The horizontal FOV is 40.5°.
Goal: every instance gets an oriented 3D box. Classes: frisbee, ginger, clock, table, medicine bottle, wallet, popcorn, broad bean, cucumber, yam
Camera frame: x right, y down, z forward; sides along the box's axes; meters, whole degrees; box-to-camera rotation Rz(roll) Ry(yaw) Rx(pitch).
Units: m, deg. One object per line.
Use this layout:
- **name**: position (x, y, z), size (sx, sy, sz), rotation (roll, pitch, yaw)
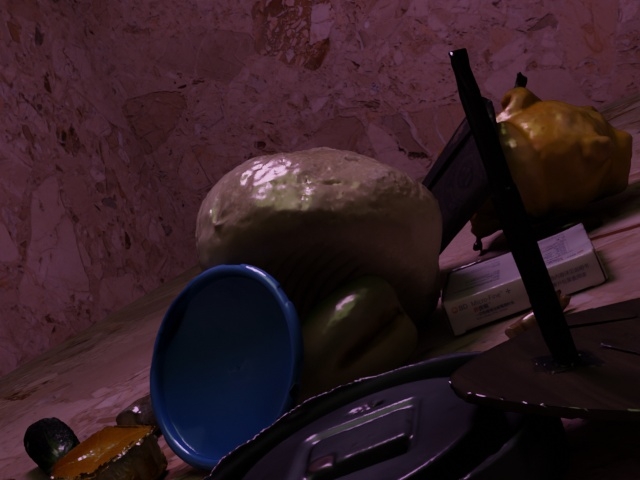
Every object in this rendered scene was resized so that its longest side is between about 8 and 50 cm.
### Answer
- **frisbee**: position (-0.107, 0.147, 1.012), size (0.242, 0.242, 0.045), rotation (-21, -26, 33)
- **ginger**: position (0.248, 0.083, 0.955), size (0.097, 0.030, 0.048), rotation (-25, -22, -26)
- **clock**: position (0.040, 0.188, 0.702), size (0.325, 0.067, 0.325), rotation (-24, 6, 3)
- **table**: position (0.231, -0.031, 0.624), size (0.317, 0.249, 0.317), rotation (-9, 8, 1)
- **medicine bottle**: position (0.258, 0.045, 1.122), size (0.201, 0.052, 0.171), rotation (-22, 7, 14)
- **wallet**: position (0.185, -0.061, 1.357), size (0.321, 0.044, 0.170), rotation (123, 155, -44)
- **popcorn**: position (0.338, -0.132, 1.406), size (0.316, 0.280, 0.297), rotation (-6, -2, 31)
- **broad bean**: position (-0.003, 0.152, 1.054), size (0.263, 0.121, 0.189), rotation (-38, 4, 31)
- **cucumber**: position (-0.399, 0.314, 1.308), size (0.074, 0.074, 0.241), rotation (-28, 8, -24)
- **yam**: position (-0.215, 0.230, 1.346), size (0.061, 0.061, 0.253), rotation (-21, 6, 33)

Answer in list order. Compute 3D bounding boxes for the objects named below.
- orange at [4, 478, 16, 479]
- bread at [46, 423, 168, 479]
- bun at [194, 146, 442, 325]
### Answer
- **orange**: position (-0.430, 0.353, 1.138), size (0.086, 0.062, 0.086), rotation (-24, -10, -5)
- **bread**: position (-0.262, 0.282, 1.053), size (0.140, 0.069, 0.128), rotation (-15, 12, 39)
- **bun**: position (0.000, 0.000, 1.181), size (0.353, 0.227, 0.349), rotation (8, -36, -19)
